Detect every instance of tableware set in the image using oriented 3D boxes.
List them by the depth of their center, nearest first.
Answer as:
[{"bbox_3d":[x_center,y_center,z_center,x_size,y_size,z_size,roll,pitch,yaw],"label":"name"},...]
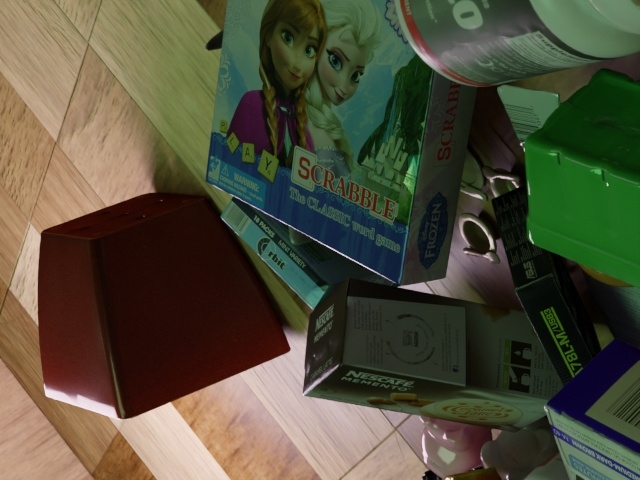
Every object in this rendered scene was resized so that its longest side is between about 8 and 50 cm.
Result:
[{"bbox_3d":[0.179,-0.029,1.934,0.141,0.020,0.168,20,138,50],"label":"tableware set"}]

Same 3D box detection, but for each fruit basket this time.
[{"bbox_3d":[0.331,0.019,1.623,0.327,0.165,0.353,25,157,48],"label":"fruit basket"}]

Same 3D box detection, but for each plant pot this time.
[{"bbox_3d":[-0.238,0.072,2.549,0.267,0.267,0.235,7,114,58],"label":"plant pot"}]

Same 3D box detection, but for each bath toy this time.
[{"bbox_3d":[0.178,0.223,2.140,0.348,0.151,0.129,39,-172,30],"label":"bath toy"}]

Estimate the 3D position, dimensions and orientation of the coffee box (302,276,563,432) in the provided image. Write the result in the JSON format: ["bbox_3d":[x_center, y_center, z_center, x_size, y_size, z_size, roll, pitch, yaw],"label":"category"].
[{"bbox_3d":[0.120,0.124,1.971,0.246,0.098,0.141,11,158,-15],"label":"coffee box"}]

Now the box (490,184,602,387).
[{"bbox_3d":[0.228,0.066,1.806,0.184,0.045,0.190,58,-168,-26],"label":"box"}]

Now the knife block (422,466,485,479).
[{"bbox_3d":[0.177,0.407,2.236,0.242,0.088,0.275,68,-165,-80],"label":"knife block"}]

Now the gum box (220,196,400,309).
[{"bbox_3d":[0.000,0.000,2.107,0.157,0.184,0.041,44,119,20],"label":"gum box"}]

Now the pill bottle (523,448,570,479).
[{"bbox_3d":[0.274,0.269,1.891,0.131,0.229,0.131,40,151,28],"label":"pill bottle"}]

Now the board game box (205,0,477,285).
[{"bbox_3d":[0.020,-0.159,1.845,0.319,0.066,0.318,27,117,44],"label":"board game box"}]

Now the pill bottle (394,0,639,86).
[{"bbox_3d":[0.194,-0.219,1.503,0.161,0.161,0.283,60,154,-12],"label":"pill bottle"}]

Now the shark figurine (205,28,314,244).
[{"bbox_3d":[-0.003,-0.145,2.059,0.116,0.166,0.278,-22,84,39],"label":"shark figurine"}]

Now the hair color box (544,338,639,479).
[{"bbox_3d":[0.337,0.266,1.698,0.185,0.110,0.339,27,151,46],"label":"hair color box"}]

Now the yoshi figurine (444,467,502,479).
[{"bbox_3d":[0.154,0.435,2.006,0.204,0.203,0.362,-17,83,30],"label":"yoshi figurine"}]
